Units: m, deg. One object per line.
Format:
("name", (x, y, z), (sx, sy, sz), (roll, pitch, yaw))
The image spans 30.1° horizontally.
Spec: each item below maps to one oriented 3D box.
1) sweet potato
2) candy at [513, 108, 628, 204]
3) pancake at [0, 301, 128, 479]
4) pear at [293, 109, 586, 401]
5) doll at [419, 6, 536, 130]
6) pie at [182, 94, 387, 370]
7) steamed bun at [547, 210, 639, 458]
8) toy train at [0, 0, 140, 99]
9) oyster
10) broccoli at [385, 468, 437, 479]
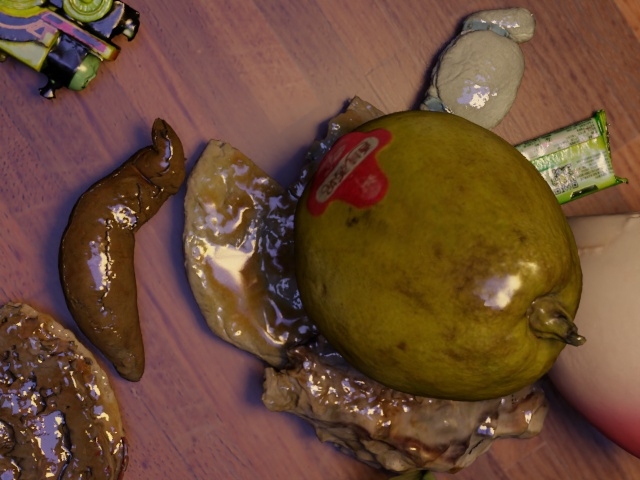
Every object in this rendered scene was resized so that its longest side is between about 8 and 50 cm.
("sweet potato", (-0.234, 0.008, 1.357), (0.124, 0.098, 0.310), (11, 93, -15))
("candy", (0.278, -0.085, 1.449), (0.178, 0.032, 0.102), (-21, 90, -5))
("pancake", (-0.407, 0.237, 1.351), (0.382, 0.071, 0.382), (0, 90, -7))
("pear", (0.131, 0.026, 1.210), (0.287, 0.375, 0.287), (-15, 119, -29))
("doll", (0.185, -0.191, 1.414), (0.104, 0.071, 0.214), (29, 84, -8))
("pie", (0.000, 0.000, 1.394), (0.338, 0.075, 0.337), (0, 92, -8))
("steamed bun", (0.379, 0.107, 1.334), (0.309, 0.309, 0.309), (0, 92, -7))
("toy train", (-0.353, -0.276, 1.332), (0.296, 0.100, 0.160), (29, 95, -8))
("oyster", (0.108, 0.193, 1.376), (0.355, 0.107, 0.201), (-1, 116, -7))
("broccoli", (0.137, 0.373, 1.339), (0.263, 0.247, 0.243), (-24, 102, -25))
